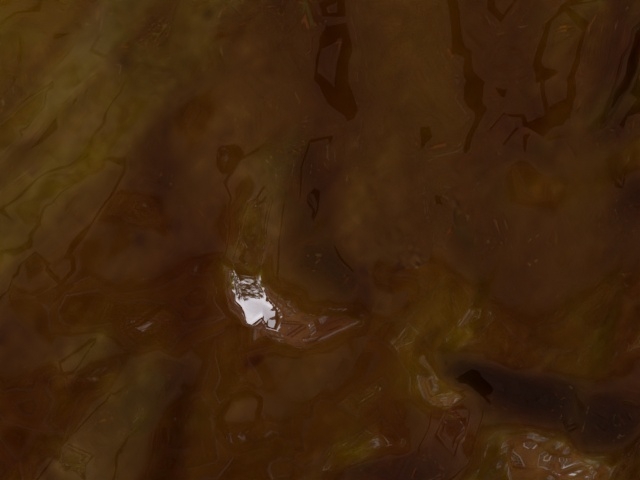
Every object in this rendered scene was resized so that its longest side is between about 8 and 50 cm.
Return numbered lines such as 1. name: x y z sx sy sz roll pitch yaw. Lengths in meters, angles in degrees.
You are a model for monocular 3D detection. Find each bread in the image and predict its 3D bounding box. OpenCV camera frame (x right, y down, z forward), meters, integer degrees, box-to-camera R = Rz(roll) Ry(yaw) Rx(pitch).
1. bread: 0.000 0.000 0.494 0.324 0.277 0.167 44 173 -25
